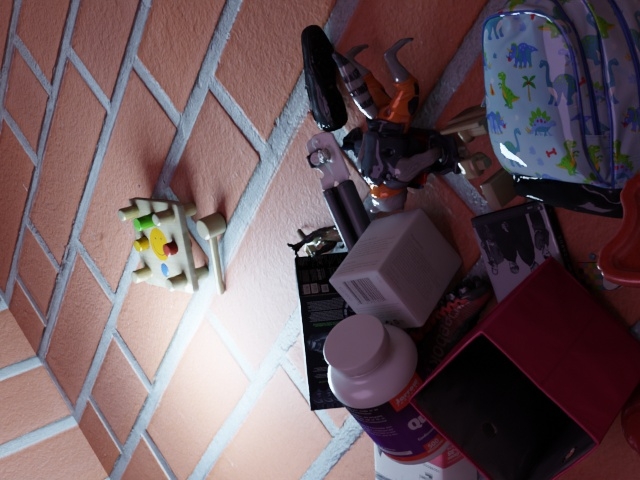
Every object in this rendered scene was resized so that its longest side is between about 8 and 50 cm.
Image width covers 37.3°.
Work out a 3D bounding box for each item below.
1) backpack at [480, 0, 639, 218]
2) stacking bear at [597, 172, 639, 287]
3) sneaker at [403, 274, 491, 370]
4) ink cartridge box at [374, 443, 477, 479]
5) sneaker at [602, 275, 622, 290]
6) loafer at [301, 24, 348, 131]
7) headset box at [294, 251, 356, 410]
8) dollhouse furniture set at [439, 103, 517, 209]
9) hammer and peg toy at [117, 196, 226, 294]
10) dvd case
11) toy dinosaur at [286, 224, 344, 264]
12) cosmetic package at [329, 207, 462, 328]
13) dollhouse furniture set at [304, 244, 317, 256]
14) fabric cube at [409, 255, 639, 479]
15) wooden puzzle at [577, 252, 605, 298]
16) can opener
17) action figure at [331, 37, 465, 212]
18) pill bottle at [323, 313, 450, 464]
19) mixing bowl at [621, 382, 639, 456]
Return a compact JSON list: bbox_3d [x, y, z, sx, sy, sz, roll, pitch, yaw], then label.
[{"bbox_3d":[0.385,-0.228,1.456,0.290,0.273,0.356,-153,66,-62],"label":"backpack"},{"bbox_3d":[0.537,0.053,1.363,0.164,0.175,0.289,9,156,40],"label":"stacking bear"},{"bbox_3d":[0.265,0.178,1.876,0.135,0.097,0.276,50,134,10],"label":"sneaker"},{"bbox_3d":[0.227,0.499,2.042,0.207,0.117,0.283,16,118,44],"label":"ink cartridge box"},{"bbox_3d":[0.498,0.035,1.566,0.052,0.058,0.135,47,137,26],"label":"sneaker"},{"bbox_3d":[-0.005,-0.336,1.981,0.078,0.076,0.223,-3,104,49],"label":"loafer"},{"bbox_3d":[0.023,0.200,2.044,0.246,0.131,0.283,-101,5,-72],"label":"headset box"},{"bbox_3d":[0.289,-0.150,1.685,0.123,0.144,0.151,-8,114,56],"label":"dollhouse furniture set"},{"bbox_3d":[-0.397,0.021,2.560,0.361,0.127,0.266,9,112,48],"label":"hammer and peg toy"},{"bbox_3d":[0.382,0.054,1.734,0.179,0.029,0.239,-16,94,51],"label":"dvd case"},{"bbox_3d":[0.000,0.000,2.094,0.268,0.118,0.064,-8,115,52],"label":"toy dinosaur"},{"bbox_3d":[0.149,0.060,1.855,0.151,0.184,0.151,-13,122,51],"label":"cosmetic package"},{"bbox_3d":[-0.034,0.076,2.189,0.114,0.081,0.091,61,159,27],"label":"dollhouse furniture set"},{"bbox_3d":[0.361,0.237,1.618,0.259,0.258,0.254,44,136,9],"label":"fabric cube"},{"bbox_3d":[0.474,0.063,1.647,0.049,0.006,0.083,-1,105,50],"label":"wooden puzzle"},{"bbox_3d":[0.052,-0.098,1.969,0.074,0.093,0.280,-23,87,34],"label":"can opener"},{"bbox_3d":[0.099,-0.211,1.835,0.341,0.178,0.330,5,109,52],"label":"action figure"},{"bbox_3d":[0.133,0.285,1.832,0.181,0.181,0.323,18,153,45],"label":"pill bottle"},{"bbox_3d":[0.570,0.304,1.569,0.181,0.098,0.182,22,121,42],"label":"mixing bowl"}]
